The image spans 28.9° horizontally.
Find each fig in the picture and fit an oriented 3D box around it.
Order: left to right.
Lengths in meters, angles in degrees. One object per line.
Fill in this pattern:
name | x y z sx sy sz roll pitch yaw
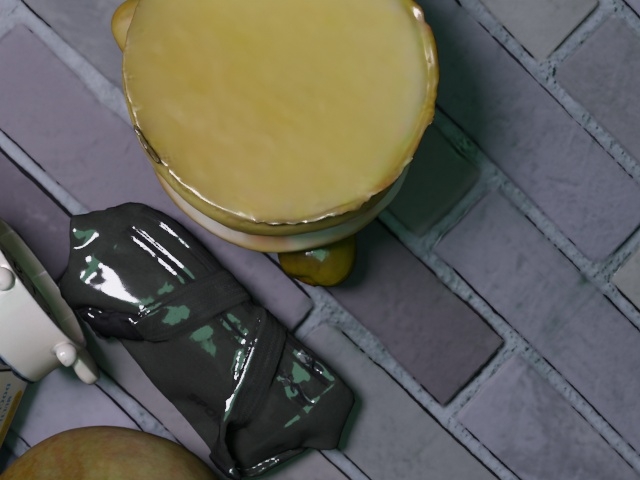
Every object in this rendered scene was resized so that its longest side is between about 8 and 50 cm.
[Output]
fig | 0.000 0.000 1.145 0.074 0.074 0.088 17 74 -6

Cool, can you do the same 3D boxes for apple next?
apple | -0.186 0.293 1.069 0.257 0.234 0.257 0 96 -3

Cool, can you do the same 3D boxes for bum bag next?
bum bag | -0.113 0.096 1.138 0.326 0.080 0.142 44 86 -5

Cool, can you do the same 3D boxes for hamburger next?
hamburger | -0.054 -0.133 1.069 0.302 0.186 0.261 32 78 0

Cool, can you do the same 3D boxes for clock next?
clock | -0.272 0.051 1.083 0.063 0.155 0.229 -36 119 -1

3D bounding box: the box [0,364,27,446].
box | -0.319 0.160 1.043 0.033 0.247 0.129 23 92 14
